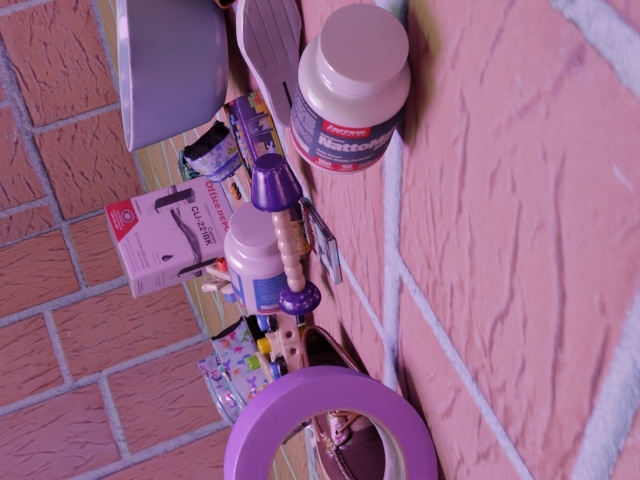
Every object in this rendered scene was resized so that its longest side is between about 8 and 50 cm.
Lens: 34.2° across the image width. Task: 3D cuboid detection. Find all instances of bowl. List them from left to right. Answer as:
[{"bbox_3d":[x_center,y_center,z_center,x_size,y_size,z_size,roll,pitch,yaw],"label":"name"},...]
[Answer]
[{"bbox_3d":[-0.244,-0.302,1.705,0.311,0.163,0.311,177,90,-76],"label":"bowl"}]

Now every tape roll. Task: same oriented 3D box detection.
[{"bbox_3d":[0.013,0.309,1.384,0.090,0.275,0.275,-170,61,-77],"label":"tape roll"}]

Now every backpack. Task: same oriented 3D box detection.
[{"bbox_3d":[-0.192,-0.161,1.949,0.084,0.105,0.114,51,174,-21],"label":"backpack"},{"bbox_3d":[-0.130,0.314,2.216,0.253,0.191,0.225,49,178,38],"label":"backpack"}]

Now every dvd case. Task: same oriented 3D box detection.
[{"bbox_3d":[0.000,0.000,1.570,0.119,0.013,0.087,-122,17,-49],"label":"dvd case"}]

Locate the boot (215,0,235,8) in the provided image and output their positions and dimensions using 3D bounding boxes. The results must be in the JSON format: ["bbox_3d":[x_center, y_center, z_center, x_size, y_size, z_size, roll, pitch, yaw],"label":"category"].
[{"bbox_3d":[-0.222,-0.506,1.549,0.280,0.096,0.264,-127,21,-50],"label":"boot"}]

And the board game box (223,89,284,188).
[{"bbox_3d":[-0.102,-0.152,1.692,0.141,0.048,0.170,-170,60,-77],"label":"board game box"}]

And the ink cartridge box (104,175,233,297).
[{"bbox_3d":[-0.330,-0.014,2.371,0.114,0.273,0.197,104,144,-62],"label":"ink cartridge box"}]

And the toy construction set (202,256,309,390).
[{"bbox_3d":[-0.092,0.170,1.960,0.328,0.151,0.215,63,171,-23],"label":"toy construction set"}]

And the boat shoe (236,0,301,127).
[{"bbox_3d":[-0.068,-0.245,1.315,0.226,0.083,0.076,81,162,-44],"label":"boat shoe"}]

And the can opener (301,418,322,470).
[{"bbox_3d":[0.034,0.396,1.955,0.093,0.074,0.280,31,-155,-49],"label":"can opener"}]

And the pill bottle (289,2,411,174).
[{"bbox_3d":[0.029,-0.144,0.997,0.180,0.108,0.108,105,143,-70],"label":"pill bottle"}]

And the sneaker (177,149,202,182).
[{"bbox_3d":[-0.324,-0.162,2.608,0.076,0.065,0.166,93,153,-52],"label":"sneaker"}]

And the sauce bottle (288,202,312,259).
[{"bbox_3d":[-0.042,-0.030,1.635,0.042,0.042,0.128,-126,18,-52],"label":"sauce bottle"}]

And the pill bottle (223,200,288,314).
[{"bbox_3d":[-0.098,0.027,1.757,0.221,0.124,0.124,89,158,-61],"label":"pill bottle"}]

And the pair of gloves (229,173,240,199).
[{"bbox_3d":[-0.187,-0.126,2.187,0.074,0.010,0.083,-141,34,-68],"label":"pair of gloves"}]

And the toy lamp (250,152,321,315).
[{"bbox_3d":[-0.054,-0.010,1.576,0.080,0.080,0.275,-124,18,-47],"label":"toy lamp"}]

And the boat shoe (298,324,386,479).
[{"bbox_3d":[0.042,0.264,1.566,0.342,0.123,0.123,-114,10,-46],"label":"boat shoe"}]
